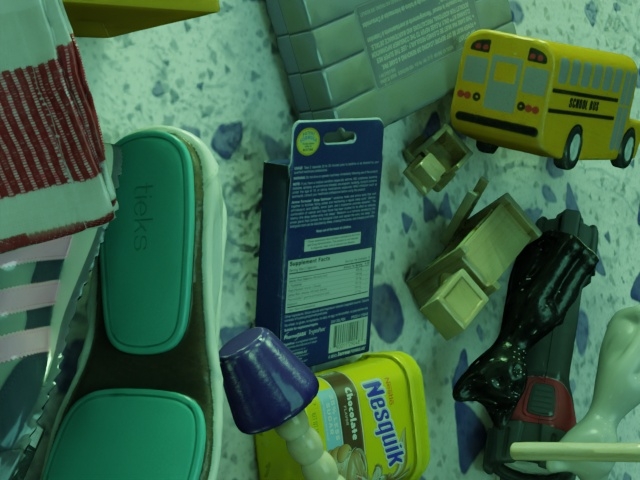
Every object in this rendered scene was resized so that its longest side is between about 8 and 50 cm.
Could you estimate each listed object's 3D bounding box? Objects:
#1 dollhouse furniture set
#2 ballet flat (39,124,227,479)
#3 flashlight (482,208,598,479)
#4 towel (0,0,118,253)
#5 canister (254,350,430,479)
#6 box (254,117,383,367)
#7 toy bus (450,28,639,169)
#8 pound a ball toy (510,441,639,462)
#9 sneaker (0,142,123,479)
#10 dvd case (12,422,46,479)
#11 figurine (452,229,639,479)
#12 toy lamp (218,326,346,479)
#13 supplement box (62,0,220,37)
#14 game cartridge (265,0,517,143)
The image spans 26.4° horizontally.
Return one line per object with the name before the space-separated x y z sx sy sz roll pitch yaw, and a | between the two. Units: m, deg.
dollhouse furniture set | 0.105 0.000 1.385 0.161 0.101 0.182 49 47 -4
ballet flat | -0.126 0.113 1.049 0.139 0.139 0.400 21 69 -48
flashlight | 0.255 0.124 1.530 0.103 0.103 0.304 35 55 -34
towel | -0.278 -0.136 0.845 0.237 0.037 0.329 -16 101 -10
canister | 0.020 0.176 1.250 0.170 0.073 0.126 -9 93 -49
box | 0.000 0.000 1.239 0.136 0.036 0.225 -8 106 -50
toy bus | 0.261 -0.151 1.499 0.333 0.108 0.130 -6 108 -59
pound a ball toy | 0.238 0.281 1.309 0.136 0.319 0.208 7 80 -50
sneaker | -0.240 0.052 0.932 0.131 0.112 0.319 24 58 -20
dvd case | -0.250 0.166 0.968 0.087 0.013 0.119 45 55 -39
figurine | 0.258 0.135 1.421 0.215 0.092 0.209 38 67 -13
toy lamp | 0.001 0.196 1.128 0.080 0.080 0.274 -42 108 -44
supplement box | -0.192 -0.255 0.991 0.191 0.129 0.194 -7 92 -50
game cartridge | 0.074 -0.245 1.373 0.355 0.068 0.230 -31 114 -48
